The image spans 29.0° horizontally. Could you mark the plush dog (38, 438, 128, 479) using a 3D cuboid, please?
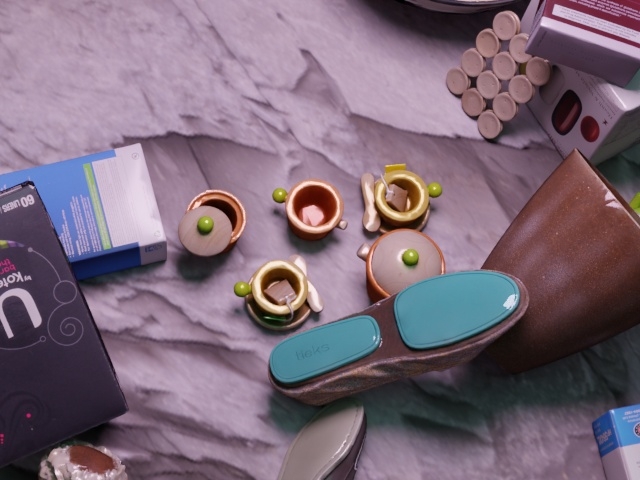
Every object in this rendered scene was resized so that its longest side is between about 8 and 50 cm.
[{"bbox_3d":[-0.324,0.363,1.317,0.225,0.210,0.262,-1,41,8],"label":"plush dog"}]

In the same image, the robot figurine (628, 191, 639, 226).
[{"bbox_3d":[0.425,-0.014,1.572,0.115,0.067,0.101,-19,46,-11],"label":"robot figurine"}]

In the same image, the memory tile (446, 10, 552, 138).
[{"bbox_3d":[0.228,-0.212,1.587,0.012,0.148,0.113,-21,71,-42],"label":"memory tile"}]

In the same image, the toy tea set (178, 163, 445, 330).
[{"bbox_3d":[0.000,0.000,1.489,0.336,0.124,0.200,-7,71,-9],"label":"toy tea set"}]

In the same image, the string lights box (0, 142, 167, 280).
[{"bbox_3d":[-0.326,-0.018,1.485,0.260,0.077,0.133,-13,72,-11],"label":"string lights box"}]

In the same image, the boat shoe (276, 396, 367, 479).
[{"bbox_3d":[-0.006,0.284,1.417,0.228,0.081,0.068,-57,129,-30],"label":"boat shoe"}]

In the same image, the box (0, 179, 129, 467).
[{"bbox_3d":[-0.339,0.088,1.356,0.165,0.143,0.270,-24,100,-10],"label":"box"}]

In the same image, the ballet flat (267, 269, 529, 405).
[{"bbox_3d":[0.095,0.117,1.431,0.316,0.106,0.107,-16,54,14],"label":"ballet flat"}]

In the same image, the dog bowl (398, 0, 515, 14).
[{"bbox_3d":[0.181,-0.484,1.640,0.408,0.150,0.408,1,81,-5],"label":"dog bowl"}]

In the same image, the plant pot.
[{"bbox_3d":[0.282,0.046,1.459,0.230,0.215,0.215,-41,77,14],"label":"plant pot"}]

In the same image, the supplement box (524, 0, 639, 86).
[{"bbox_3d":[0.336,-0.315,1.451,0.130,0.073,0.239,19,70,0],"label":"supplement box"}]

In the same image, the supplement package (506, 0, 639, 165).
[{"bbox_3d":[0.358,-0.226,1.569,0.149,0.203,0.194,-28,75,-14],"label":"supplement package"}]

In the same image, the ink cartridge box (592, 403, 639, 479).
[{"bbox_3d":[0.422,0.291,1.450,0.148,0.086,0.203,-8,72,-9],"label":"ink cartridge box"}]
